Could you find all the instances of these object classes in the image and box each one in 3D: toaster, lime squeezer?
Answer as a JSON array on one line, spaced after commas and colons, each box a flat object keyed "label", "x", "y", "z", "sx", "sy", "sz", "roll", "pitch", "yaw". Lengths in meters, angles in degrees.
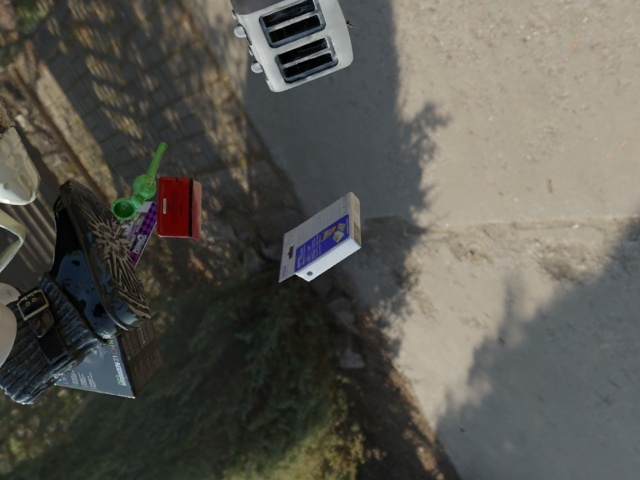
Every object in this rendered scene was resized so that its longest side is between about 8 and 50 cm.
[{"label": "toaster", "x": -0.039, "y": -0.347, "z": 1.098, "sx": 0.168, "sy": 0.185, "sz": 0.110, "roll": 65, "pitch": -172, "yaw": -53}, {"label": "lime squeezer", "x": -0.438, "y": -0.102, "z": 1.564, "sx": 0.110, "sy": 0.310, "sz": 0.059, "roll": 30, "pitch": 166, "yaw": 35}]

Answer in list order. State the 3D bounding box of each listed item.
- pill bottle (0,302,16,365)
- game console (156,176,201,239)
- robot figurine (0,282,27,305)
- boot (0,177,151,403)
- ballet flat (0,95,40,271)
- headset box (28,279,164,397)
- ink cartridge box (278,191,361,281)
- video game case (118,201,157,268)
[{"label": "pill bottle", "x": -0.535, "y": 0.066, "z": 0.835, "sx": 0.176, "sy": 0.176, "sz": 0.318, "roll": 26, "pitch": 164, "yaw": 39}, {"label": "game console", "x": -0.342, "y": -0.077, "z": 1.678, "sx": 0.085, "sy": 0.124, "sz": 0.144, "roll": 171, "pitch": 100, "yaw": -66}, {"label": "robot figurine", "x": -0.618, "y": 0.191, "z": 1.402, "sx": 0.209, "sy": 0.174, "sz": 0.278, "roll": -4, "pitch": 157, "yaw": 19}, {"label": "boot", "x": -0.459, "y": 0.074, "z": 1.178, "sx": 0.348, "sy": 0.260, "sz": 0.131, "roll": 60, "pitch": -174, "yaw": 36}, {"label": "ballet flat", "x": -0.568, "y": -0.060, "z": 1.141, "sx": 0.182, "sy": 0.164, "sz": 0.483, "roll": 27, "pitch": 118, "yaw": -13}, {"label": "headset box", "x": -0.544, "y": 0.219, "z": 1.631, "sx": 0.283, "sy": 0.131, "sz": 0.246, "roll": 4, "pitch": 117, "yaw": 22}, {"label": "ink cartridge box", "x": 0.000, "y": 0.000, "z": 1.607, "sx": 0.208, "sy": 0.206, "sz": 0.045, "roll": -31, "pitch": 117, "yaw": 20}, {"label": "video game case", "x": -0.517, "y": 0.009, "z": 1.778, "sx": 0.210, "sy": 0.232, "sz": 0.042, "roll": 3, "pitch": 155, "yaw": 48}]
